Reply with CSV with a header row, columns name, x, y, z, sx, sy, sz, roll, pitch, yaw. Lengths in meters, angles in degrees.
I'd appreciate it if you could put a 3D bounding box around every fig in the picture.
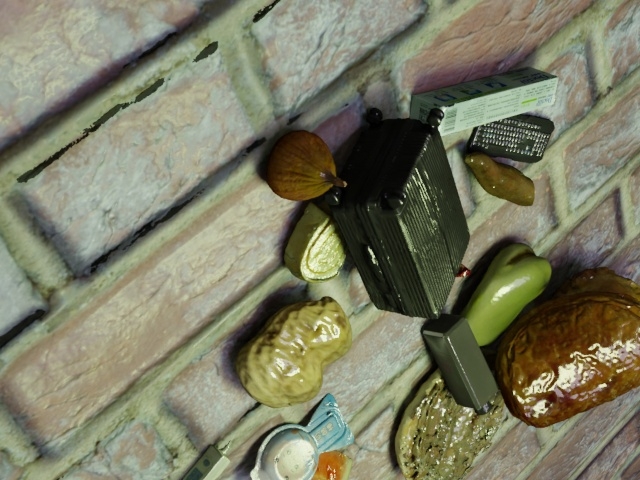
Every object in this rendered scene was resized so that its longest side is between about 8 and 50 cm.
name,x,y,z,sx,sy,sz,roll,pitch,yaw
fig,-0.011,-0.119,1.548,0.119,0.153,0.119,12,90,-71

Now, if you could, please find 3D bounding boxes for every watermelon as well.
name,x,y,z,sx,sy,sz,roll,pitch,yaw
watermelon,-0.011,0.494,1.970,0.245,0.063,0.119,20,85,-47

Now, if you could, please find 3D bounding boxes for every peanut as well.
name,x,y,z,sx,sy,sz,roll,pitch,yaw
peanut,-0.043,0.204,1.722,0.233,0.110,0.197,-52,133,-8

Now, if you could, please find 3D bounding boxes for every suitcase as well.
name,x,y,z,sx,sy,sz,roll,pitch,yaw
suitcase,0.154,-0.040,1.683,0.229,0.152,0.335,-62,144,-33

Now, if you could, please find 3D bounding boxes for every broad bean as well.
name,x,y,z,sx,sy,sz,roll,pitch,yaw
broad bean,0.406,0.130,2.097,0.189,0.121,0.263,23,99,-56

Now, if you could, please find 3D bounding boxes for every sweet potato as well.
name,x,y,z,sx,sy,sz,roll,pitch,yaw
sweet potato,0.362,-0.134,1.940,0.243,0.077,0.077,24,96,-39

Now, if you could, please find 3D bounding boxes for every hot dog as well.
name,x,y,z,sx,sy,sz,roll,pitch,yaw
hot dog,0.580,0.264,2.116,0.387,0.174,0.267,-24,105,0

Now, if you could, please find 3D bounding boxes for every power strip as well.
name,x,y,z,sx,sy,sz,roll,pitch,yaw
power strip,-0.228,0.446,1.737,0.191,0.047,0.030,-50,131,-8

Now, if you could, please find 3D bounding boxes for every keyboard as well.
name,x,y,z,sx,sy,sz,roll,pitch,yaw
keyboard,0.404,-0.219,1.964,0.262,0.016,0.106,2,111,-44

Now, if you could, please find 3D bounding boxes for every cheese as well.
name,x,y,z,sx,sy,sz,roll,pitch,yaw
cheese,-0.039,0.418,1.873,0.244,0.052,0.135,-32,103,-32

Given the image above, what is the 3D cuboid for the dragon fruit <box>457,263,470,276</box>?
name,x,y,z,sx,sy,sz,roll,pitch,yaw
dragon fruit,0.236,0.031,1.875,0.097,0.131,0.063,-10,115,-48

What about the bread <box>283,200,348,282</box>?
name,x,y,z,sx,sy,sz,roll,pitch,yaw
bread,0.000,0.000,1.677,0.117,0.064,0.156,15,101,-51

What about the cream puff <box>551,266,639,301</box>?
name,x,y,z,sx,sy,sz,roll,pitch,yaw
cream puff,0.699,0.212,2.340,0.343,0.231,0.327,-19,121,-27

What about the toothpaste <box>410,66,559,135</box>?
name,x,y,z,sx,sy,sz,roll,pitch,yaw
toothpaste,0.321,-0.271,1.807,0.336,0.081,0.067,-18,126,-35

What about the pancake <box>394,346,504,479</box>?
name,x,y,z,sx,sy,sz,roll,pitch,yaw
pancake,0.314,0.427,2.219,0.382,0.071,0.382,-20,122,-36

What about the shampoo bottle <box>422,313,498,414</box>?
name,x,y,z,sx,sy,sz,roll,pitch,yaw
shampoo bottle,0.316,0.280,2.070,0.079,0.080,0.246,-39,113,-27
